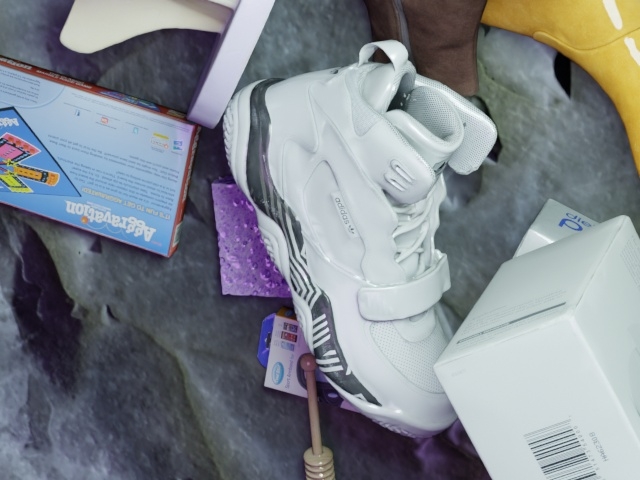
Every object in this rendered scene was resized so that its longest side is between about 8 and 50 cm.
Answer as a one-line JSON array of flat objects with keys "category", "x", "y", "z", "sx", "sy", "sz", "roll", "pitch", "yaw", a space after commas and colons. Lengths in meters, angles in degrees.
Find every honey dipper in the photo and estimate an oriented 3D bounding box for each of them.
[{"category": "honey dipper", "x": -0.007, "y": 0.177, "z": 1.964, "sx": 0.030, "sy": 0.030, "sz": 0.161, "roll": 4, "pitch": 124, "yaw": 17}]

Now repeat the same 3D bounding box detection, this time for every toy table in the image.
[{"category": "toy table", "x": -0.115, "y": -0.250, "z": 1.767, "sx": 0.161, "sy": 0.252, "sz": 0.274, "roll": 23, "pitch": 104, "yaw": -8}]

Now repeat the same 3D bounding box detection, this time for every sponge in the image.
[{"category": "sponge", "x": 0.000, "y": 0.000, "z": 1.919, "sx": 0.210, "sy": 0.031, "sz": 0.117, "roll": 3, "pitch": 109, "yaw": 17}]

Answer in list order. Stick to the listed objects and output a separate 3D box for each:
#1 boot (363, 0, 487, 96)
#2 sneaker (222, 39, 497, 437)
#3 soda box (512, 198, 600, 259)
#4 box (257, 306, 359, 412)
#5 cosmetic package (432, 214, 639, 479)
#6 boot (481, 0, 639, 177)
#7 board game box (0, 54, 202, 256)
[{"category": "boot", "x": 0.125, "y": -0.209, "z": 1.717, "sx": 0.248, "sy": 0.090, "sz": 0.207, "roll": 25, "pitch": 147, "yaw": 36}, {"category": "sneaker", "x": 0.070, "y": -0.002, "z": 1.778, "sx": 0.210, "sy": 0.137, "sz": 0.366, "roll": -23, "pitch": 96, "yaw": 42}, {"category": "soda box", "x": 0.306, "y": 0.075, "z": 1.810, "sx": 0.286, "sy": 0.098, "sz": 0.091, "roll": 28, "pitch": 115, "yaw": 8}, {"category": "box", "x": 0.001, "y": 0.118, "z": 1.963, "sx": 0.136, "sy": 0.028, "sz": 0.081, "roll": 13, "pitch": 113, "yaw": 11}, {"category": "cosmetic package", "x": 0.228, "y": 0.134, "z": 1.677, "sx": 0.138, "sy": 0.225, "sz": 0.224, "roll": -23, "pitch": 102, "yaw": 28}, {"category": "boot", "x": 0.224, "y": -0.185, "z": 1.735, "sx": 0.211, "sy": 0.104, "sz": 0.295, "roll": 5, "pitch": 104, "yaw": 32}, {"category": "board game box", "x": -0.262, "y": -0.093, "z": 1.975, "sx": 0.281, "sy": 0.027, "sz": 0.145, "roll": 18, "pitch": 112, "yaw": 11}]
